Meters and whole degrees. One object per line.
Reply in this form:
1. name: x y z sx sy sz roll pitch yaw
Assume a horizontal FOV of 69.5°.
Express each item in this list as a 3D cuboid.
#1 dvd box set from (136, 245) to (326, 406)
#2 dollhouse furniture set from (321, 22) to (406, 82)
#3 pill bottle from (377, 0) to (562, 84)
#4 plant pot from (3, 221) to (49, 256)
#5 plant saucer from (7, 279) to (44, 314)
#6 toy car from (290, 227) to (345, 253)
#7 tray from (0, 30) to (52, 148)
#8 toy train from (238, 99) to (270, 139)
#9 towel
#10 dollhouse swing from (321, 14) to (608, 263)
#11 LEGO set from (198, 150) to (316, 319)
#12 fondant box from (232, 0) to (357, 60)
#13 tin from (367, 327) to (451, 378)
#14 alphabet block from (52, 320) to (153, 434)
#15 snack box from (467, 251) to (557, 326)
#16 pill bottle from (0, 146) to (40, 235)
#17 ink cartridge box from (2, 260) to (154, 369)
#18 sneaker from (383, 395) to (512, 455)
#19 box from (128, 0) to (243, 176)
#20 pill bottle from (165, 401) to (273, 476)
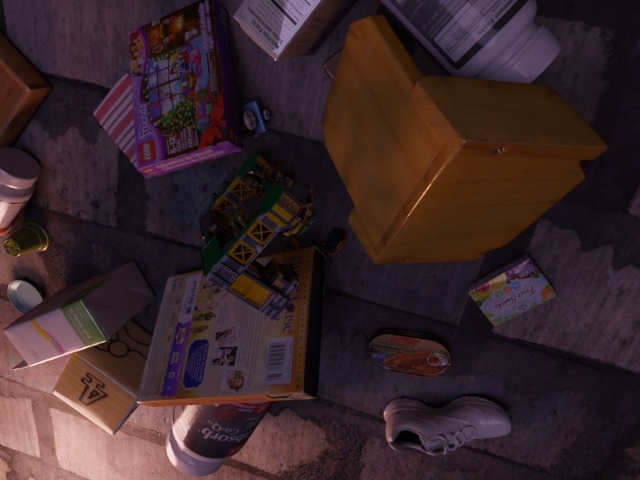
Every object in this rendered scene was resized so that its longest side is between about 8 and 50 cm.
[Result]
1. dvd box set: -0.191 0.191 0.997 0.420 0.308 0.062 -13 146 25
2. dollhouse furniture set: 0.079 -0.340 0.855 0.151 0.059 0.076 -23 114 42
3. pill bottle: 0.230 -0.359 0.729 0.283 0.161 0.161 44 116 -6
4. plant pot: -0.773 0.004 1.201 0.083 0.079 0.084 5 113 12
5. plant saucer: -0.835 0.162 1.318 0.119 0.021 0.120 5 113 12
6. toy car: 0.000 0.000 1.025 0.121 0.060 0.040 11 161 28
7. tray: -0.824 -0.298 1.091 0.410 0.076 0.203 -38 99 26
8. toy train: -0.193 -0.226 0.931 0.184 0.105 0.080 -11 109 19
9. towel: -0.401 -0.251 1.023 0.144 0.029 0.197 -34 98 25
10. dollhouse swing: 0.195 -0.169 0.795 0.314 0.305 0.347 -1 151 -14
11. LEGO set: -0.098 -0.009 0.902 0.192 0.331 0.255 38 90 -30
12. fondant box: 0.035 -0.440 0.704 0.096 0.238 0.330 44 116 -7
13. tin: 0.205 0.260 1.070 0.189 0.040 0.106 7 118 12
14. alphabet block: -0.541 0.350 1.226 0.197 0.192 0.193 37 115 -2
15. snack box: 0.392 0.102 0.950 0.141 0.037 0.100 -36 101 25
16. pill bottle: -0.785 -0.117 1.129 0.121 0.121 0.221 45 116 -7
17. ink cartridge box: -0.629 0.191 1.170 0.353 0.207 0.119 -20 107 21
18. sneaker: 0.292 0.444 1.073 0.296 0.129 0.111 -11 107 18
19. box: -0.260 -0.287 0.874 0.200 0.057 0.294 -13 78 20
20. pill bottle: -0.249 0.415 1.163 0.210 0.210 0.363 31 117 1
